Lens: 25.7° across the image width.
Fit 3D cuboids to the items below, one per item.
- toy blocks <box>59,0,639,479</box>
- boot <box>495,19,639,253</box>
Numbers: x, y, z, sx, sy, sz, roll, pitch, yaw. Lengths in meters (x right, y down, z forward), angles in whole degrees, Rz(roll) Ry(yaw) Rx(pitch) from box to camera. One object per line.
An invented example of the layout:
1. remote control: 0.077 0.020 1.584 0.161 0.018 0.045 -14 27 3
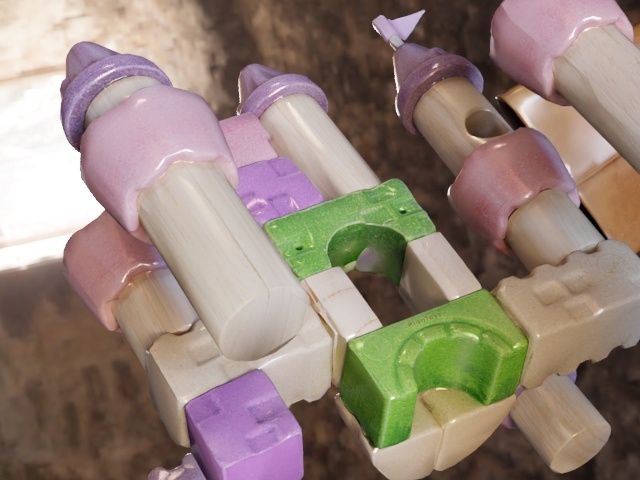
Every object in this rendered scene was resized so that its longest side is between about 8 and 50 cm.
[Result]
1. toy blocks: 0.000 0.000 0.751 0.260 0.288 0.309 53 -28 36
2. boot: 0.225 -0.160 0.922 0.264 0.280 0.096 60 -12 -22
